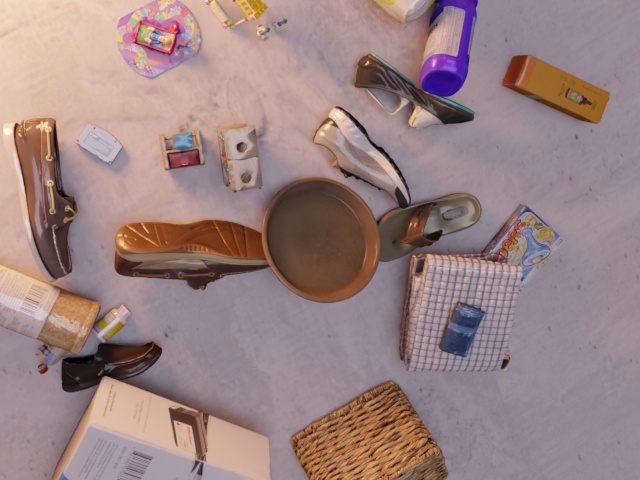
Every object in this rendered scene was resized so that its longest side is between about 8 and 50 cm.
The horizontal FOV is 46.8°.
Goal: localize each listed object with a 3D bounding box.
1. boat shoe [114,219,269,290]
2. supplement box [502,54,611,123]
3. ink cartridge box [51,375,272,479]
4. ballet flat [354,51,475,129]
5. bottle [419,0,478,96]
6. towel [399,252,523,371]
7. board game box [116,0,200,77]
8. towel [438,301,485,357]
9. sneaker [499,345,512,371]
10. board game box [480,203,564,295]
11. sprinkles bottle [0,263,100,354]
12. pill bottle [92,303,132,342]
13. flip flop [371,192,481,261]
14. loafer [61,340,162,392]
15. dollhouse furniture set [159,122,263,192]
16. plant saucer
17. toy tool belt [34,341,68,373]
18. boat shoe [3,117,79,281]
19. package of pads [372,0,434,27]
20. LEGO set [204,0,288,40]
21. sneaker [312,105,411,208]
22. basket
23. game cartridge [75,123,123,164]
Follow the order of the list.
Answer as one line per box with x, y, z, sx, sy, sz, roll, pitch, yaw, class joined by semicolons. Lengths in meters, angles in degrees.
-0.263;0.039;1.565;0.342;0.123;0.123;0;131;-24;boat shoe
0.539;-0.344;1.686;0.234;0.080;0.078;21;96;-14;supplement box
-0.338;0.501;1.560;0.395;0.166;0.285;25;111;-16;ink cartridge box
0.197;-0.305;1.613;0.281;0.095;0.096;28;103;-6;ballet flat
0.275;-0.446;1.551;0.092;0.118;0.282;14;71;-5;bottle
0.309;0.158;1.686;0.235;0.121;0.283;3;109;-7;towel
-0.328;-0.414;1.494;0.169;0.033;0.133;-30;106;-7;board game box
0.309;0.196;1.619;0.067;0.029;0.119;17;107;-9;towel
0.436;0.250;1.776;0.051;0.070;0.134;4;98;-12;sneaker
0.466;0.033;1.760;0.136;0.035;0.201;38;91;-17;board game box
-0.629;0.112;1.475;0.356;0.121;0.121;26;94;-16;sprinkles bottle
-0.441;0.175;1.569;0.083;0.043;0.043;-42;106;-11;pill bottle
0.242;-0.032;1.671;0.277;0.080;0.112;-18;104;-7;flip flop
-0.447;0.254;1.565;0.220;0.080;0.078;-18;104;-9;loafer
-0.225;-0.162;1.514;0.184;0.129;0.128;-10;102;-12;dollhouse furniture set
0.000;0.000;1.593;0.278;0.041;0.277;6;73;-22;plant saucer
-0.571;0.235;1.555;0.083;0.052;0.051;-44;75;-5;toy tool belt
-0.538;-0.080;1.467;0.097;0.116;0.324;-12;97;-8;boat shoe
0.191;-0.615;1.511;0.229;0.101;0.296;41;90;4;package of pads
-0.179;-0.537;1.491;0.132;0.107;0.286;-30;103;-42;LEGO set
0.096;-0.166;1.615;0.108;0.100;0.271;-43;103;12;sneaker
0.121;0.518;1.741;0.299;0.223;0.213;-30;138;-6;basket
-0.451;-0.200;1.514;0.083;0.017;0.056;34;95;-17;game cartridge
